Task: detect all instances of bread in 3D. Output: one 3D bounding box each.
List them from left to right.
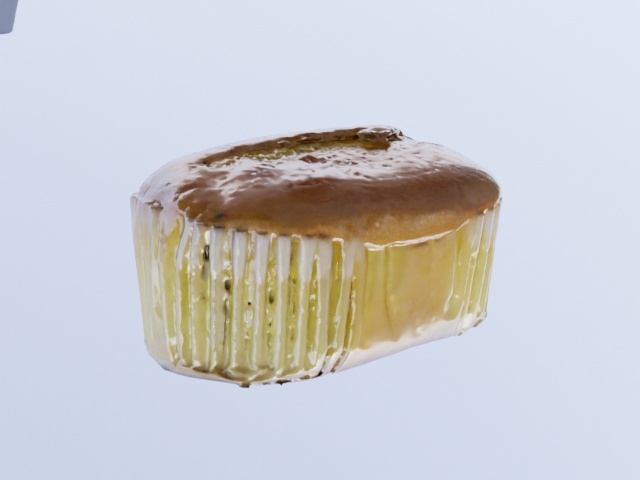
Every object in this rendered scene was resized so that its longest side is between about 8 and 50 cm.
[{"bbox_3d":[0.000,0.000,1.219,0.288,0.156,0.204,-8,-162,-31],"label":"bread"}]

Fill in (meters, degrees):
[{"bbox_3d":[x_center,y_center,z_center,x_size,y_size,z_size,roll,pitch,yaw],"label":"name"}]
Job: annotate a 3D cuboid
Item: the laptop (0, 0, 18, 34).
[{"bbox_3d":[-0.266,-0.200,1.119,0.135,0.197,0.016,-10,-117,-25],"label":"laptop"}]
